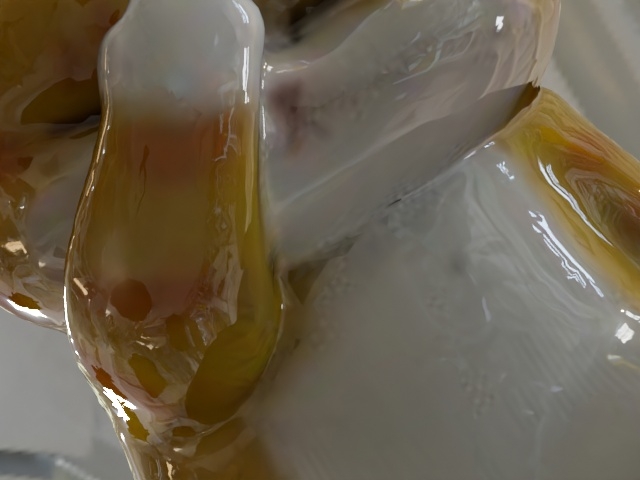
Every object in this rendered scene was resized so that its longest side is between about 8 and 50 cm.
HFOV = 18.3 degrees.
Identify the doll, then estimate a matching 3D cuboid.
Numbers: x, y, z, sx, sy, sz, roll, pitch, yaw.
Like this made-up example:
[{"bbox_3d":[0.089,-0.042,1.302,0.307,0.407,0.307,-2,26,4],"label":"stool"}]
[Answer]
[{"bbox_3d":[0.008,0.008,0.457,0.270,0.166,0.162,63,-13,-5],"label":"doll"}]
